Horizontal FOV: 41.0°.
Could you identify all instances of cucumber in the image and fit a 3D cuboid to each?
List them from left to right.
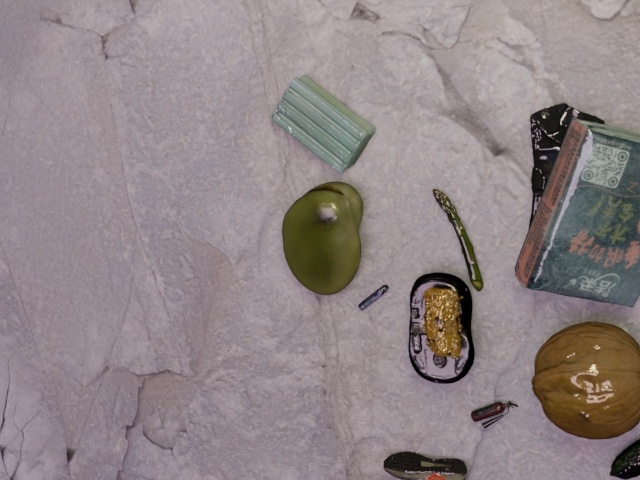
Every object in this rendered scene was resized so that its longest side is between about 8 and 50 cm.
[{"bbox_3d":[0.665,0.396,1.680,0.067,0.067,0.245,41,120,9],"label":"cucumber"}]

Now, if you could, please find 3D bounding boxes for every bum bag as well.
[{"bbox_3d":[0.461,-0.104,1.614,0.137,0.074,0.309,0,112,10],"label":"bum bag"}]

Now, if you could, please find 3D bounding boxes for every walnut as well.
[{"bbox_3d":[0.514,0.267,1.633,0.228,0.228,0.228,8,108,23],"label":"walnut"}]

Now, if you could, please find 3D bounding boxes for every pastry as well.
[{"bbox_3d":[0.244,0.164,1.710,0.080,0.056,0.140,2,90,8],"label":"pastry"}]

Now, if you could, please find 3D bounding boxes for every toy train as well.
[{"bbox_3d":[0.116,0.124,1.878,0.083,0.017,0.017,-41,87,29],"label":"toy train"}]

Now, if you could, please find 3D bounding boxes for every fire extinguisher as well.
[{"bbox_3d":[0.367,0.369,1.819,0.100,0.046,0.032,-28,105,31],"label":"fire extinguisher"}]

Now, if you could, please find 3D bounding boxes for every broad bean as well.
[{"bbox_3d":[0.000,0.000,1.838,0.189,0.121,0.263,19,115,20],"label":"broad bean"}]

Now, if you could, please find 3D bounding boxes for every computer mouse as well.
[{"bbox_3d":[0.255,0.180,1.786,0.137,0.096,0.233,1,95,16],"label":"computer mouse"}]

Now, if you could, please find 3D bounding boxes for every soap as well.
[{"bbox_3d":[0.005,-0.244,1.792,0.198,0.063,0.114,40,120,10],"label":"soap"}]

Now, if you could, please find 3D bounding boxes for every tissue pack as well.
[{"bbox_3d":[0.510,-0.043,1.546,0.228,0.103,0.315,12,112,-10],"label":"tissue pack"}]

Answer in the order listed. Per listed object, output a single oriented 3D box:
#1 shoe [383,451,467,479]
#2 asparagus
[{"bbox_3d":[0.234,0.529,1.918,0.195,0.074,0.077,0,110,23],"label":"shoe"},{"bbox_3d":[0.287,-0.002,1.753,0.034,0.027,0.236,-21,96,18],"label":"asparagus"}]
